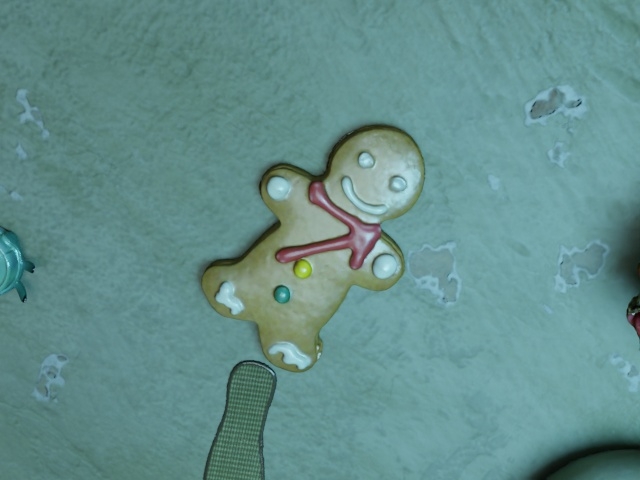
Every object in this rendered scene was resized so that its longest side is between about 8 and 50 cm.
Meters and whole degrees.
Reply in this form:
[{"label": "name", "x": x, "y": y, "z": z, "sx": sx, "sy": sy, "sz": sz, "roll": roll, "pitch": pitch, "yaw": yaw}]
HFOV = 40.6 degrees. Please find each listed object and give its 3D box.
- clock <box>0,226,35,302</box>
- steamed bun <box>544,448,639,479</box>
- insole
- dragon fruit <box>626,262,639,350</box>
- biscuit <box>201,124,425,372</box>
[{"label": "clock", "x": -0.437, "y": 0.029, "z": 1.138, "sx": 0.135, "sy": 0.041, "sz": 0.101, "roll": 22, "pitch": 106, "yaw": 0}, {"label": "steamed bun", "x": 0.397, "y": 0.423, "z": 1.074, "sx": 0.325, "sy": 0.206, "sz": 0.324, "roll": 1, "pitch": 105, "yaw": 4}, {"label": "insole", "x": -0.111, "y": 0.280, "z": 1.190, "sx": 0.086, "sy": 0.005, "sz": 0.253, "roll": 11, "pitch": 105, "yaw": 2}, {"label": "dragon fruit", "x": 0.463, "y": 0.066, "z": 0.966, "sx": 0.227, "sy": 0.224, "sz": 0.224, "roll": 12, "pitch": 110, "yaw": -37}, {"label": "biscuit", "x": 0.000, "y": 0.000, "z": 1.086, "sx": 0.216, "sy": 0.047, "sz": 0.339, "roll": 42, "pitch": 105, "yaw": -7}]
